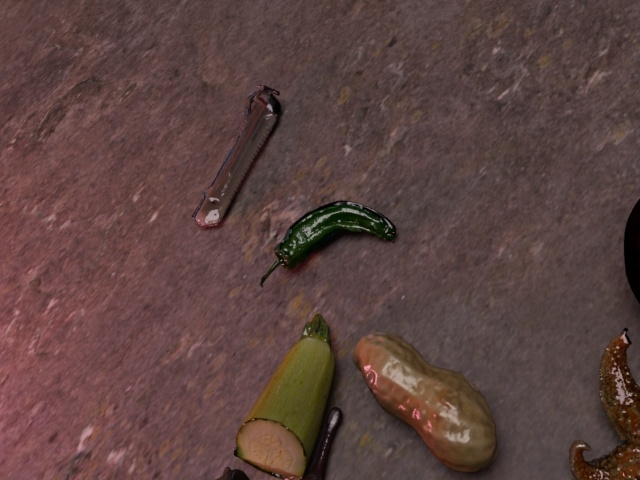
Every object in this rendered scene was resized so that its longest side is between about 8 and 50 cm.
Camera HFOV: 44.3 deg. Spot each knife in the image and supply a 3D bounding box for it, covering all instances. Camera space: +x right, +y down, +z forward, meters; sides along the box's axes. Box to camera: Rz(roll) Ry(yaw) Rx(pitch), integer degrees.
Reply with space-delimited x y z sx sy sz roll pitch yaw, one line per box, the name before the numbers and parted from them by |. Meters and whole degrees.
knife | -0.176 -0.180 1.696 0.089 0.043 0.365 12 65 25

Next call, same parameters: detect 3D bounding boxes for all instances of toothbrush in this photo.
toothbrush | -0.026 0.436 1.245 0.040 0.041 0.364 6 60 22

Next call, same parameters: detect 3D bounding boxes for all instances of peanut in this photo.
peanut | 0.165 0.246 1.249 0.290 0.130 0.130 36 75 32

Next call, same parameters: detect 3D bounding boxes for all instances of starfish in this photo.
starfish | 0.512 0.286 1.105 0.312 0.113 0.303 31 89 25

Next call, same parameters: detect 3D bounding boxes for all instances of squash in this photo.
squash | -0.031 0.246 1.318 0.137 0.137 0.288 14 62 26

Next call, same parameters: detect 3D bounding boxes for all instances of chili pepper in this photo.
chili pepper | 0.000 0.000 1.502 0.278 0.065 0.122 -24 50 -3

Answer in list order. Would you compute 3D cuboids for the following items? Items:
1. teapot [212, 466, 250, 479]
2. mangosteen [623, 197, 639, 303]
teapot | -0.228 0.495 1.173 0.336 0.200 0.271 -19 43 4
mangosteen | 0.595 0.010 1.138 0.296 0.313 0.297 -1 74 3
